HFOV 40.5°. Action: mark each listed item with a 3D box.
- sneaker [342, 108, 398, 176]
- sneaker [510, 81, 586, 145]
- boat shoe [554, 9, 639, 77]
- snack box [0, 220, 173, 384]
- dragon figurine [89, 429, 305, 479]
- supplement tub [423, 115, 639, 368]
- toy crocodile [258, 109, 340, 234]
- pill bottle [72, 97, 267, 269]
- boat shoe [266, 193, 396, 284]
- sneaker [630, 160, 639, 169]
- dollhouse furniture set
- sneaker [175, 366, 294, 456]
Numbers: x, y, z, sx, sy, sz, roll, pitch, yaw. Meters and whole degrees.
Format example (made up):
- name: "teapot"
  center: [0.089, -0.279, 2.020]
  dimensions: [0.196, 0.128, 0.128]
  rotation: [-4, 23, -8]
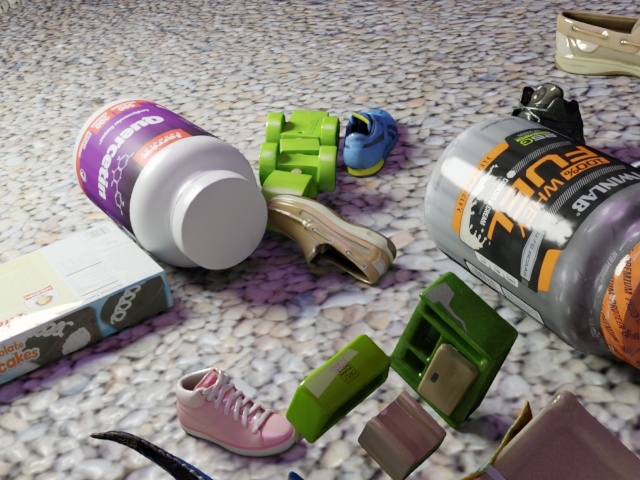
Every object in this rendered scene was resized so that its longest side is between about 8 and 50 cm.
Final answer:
- name: "sneaker"
  center: [0.081, -0.182, 1.404]
  dimensions: [0.069, 0.082, 0.209]
  rotation: [-2, 30, 16]
- name: "sneaker"
  center: [0.283, -0.152, 1.251]
  dimensions: [0.227, 0.130, 0.087]
  rotation: [-22, 31, -17]
- name: "boat shoe"
  center: [0.579, -0.350, 1.518]
  dimensions: [0.341, 0.110, 0.122]
  rotation: [7, 34, 26]
- name: "snack box"
  center: [-0.370, 0.088, 1.091]
  dimensions: [0.321, 0.060, 0.187]
  rotation: [-24, 33, -24]
- name: "dragon figurine"
  center: [-0.037, 0.227, 0.627]
  dimensions: [0.085, 0.289, 0.144]
  rotation: [-34, 1, -39]
- name: "supplement tub"
  center: [0.270, -0.004, 0.938]
  dimensions: [0.193, 0.194, 0.316]
  rotation: [-21, 32, -20]
- name: "toy crocodile"
  center: [-0.031, -0.120, 1.322]
  dimensions: [0.115, 0.105, 0.341]
  rotation: [3, 28, 2]
- name: "pill bottle"
  center: [-0.208, -0.078, 1.205]
  dimensions: [0.181, 0.182, 0.323]
  rotation: [-25, 34, -26]
- name: "boat shoe"
  center: [0.000, 0.000, 1.113]
  dimensions: [0.190, 0.068, 0.072]
  rotation: [22, 59, 25]
- name: "sneaker"
  center: [0.376, -0.070, 1.151]
  dimensions: [0.162, 0.063, 0.073]
  rotation: [-23, 30, -23]
- name: "dollhouse furniture set"
  center: [0.135, 0.209, 0.742]
  dimensions: [0.197, 0.151, 0.301]
  rotation: [-35, 68, -27]
- name: "sneaker"
  center: [-0.089, 0.168, 0.868]
  dimensions: [0.134, 0.070, 0.051]
  rotation: [9, 33, 26]
